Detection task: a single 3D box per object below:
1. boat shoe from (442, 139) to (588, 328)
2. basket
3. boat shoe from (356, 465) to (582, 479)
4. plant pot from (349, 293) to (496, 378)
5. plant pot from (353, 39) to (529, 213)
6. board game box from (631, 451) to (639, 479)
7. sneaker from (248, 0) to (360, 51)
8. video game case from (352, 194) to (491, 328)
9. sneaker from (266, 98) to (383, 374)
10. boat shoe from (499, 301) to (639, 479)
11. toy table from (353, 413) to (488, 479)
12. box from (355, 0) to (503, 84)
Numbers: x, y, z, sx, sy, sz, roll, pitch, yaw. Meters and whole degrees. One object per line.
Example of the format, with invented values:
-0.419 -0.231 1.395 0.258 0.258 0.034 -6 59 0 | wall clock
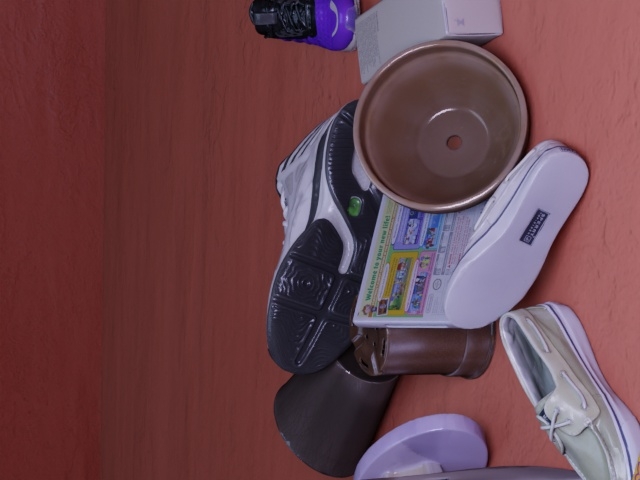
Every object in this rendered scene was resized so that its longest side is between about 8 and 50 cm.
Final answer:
0.238 -0.011 1.660 0.267 0.096 0.088 -62 18 15 | boat shoe
0.037 0.248 2.156 0.204 0.154 0.227 55 139 27 | basket
0.179 0.380 1.660 0.127 0.341 0.158 0 -96 -82 | boat shoe
0.141 0.125 1.878 0.167 0.165 0.167 177 90 -65 | plant pot
0.173 -0.145 1.774 0.110 0.237 0.237 32 -135 -68 | plant pot
0.388 0.265 1.394 0.039 0.124 0.259 -136 47 -55 | board game box
-0.039 -0.378 2.229 0.293 0.146 0.102 -155 64 -63 | sneaker
0.153 0.022 1.785 0.193 0.023 0.212 -2 61 33 | video game case
0.001 0.000 2.128 0.257 0.169 0.447 172 116 -72 | sneaker
0.307 0.210 1.602 0.109 0.094 0.302 112 145 -44 | boat shoe
0.143 0.386 1.848 0.274 0.252 0.161 104 167 -49 | toy table
0.150 -0.310 1.879 0.275 0.094 0.113 164 102 -65 | box
